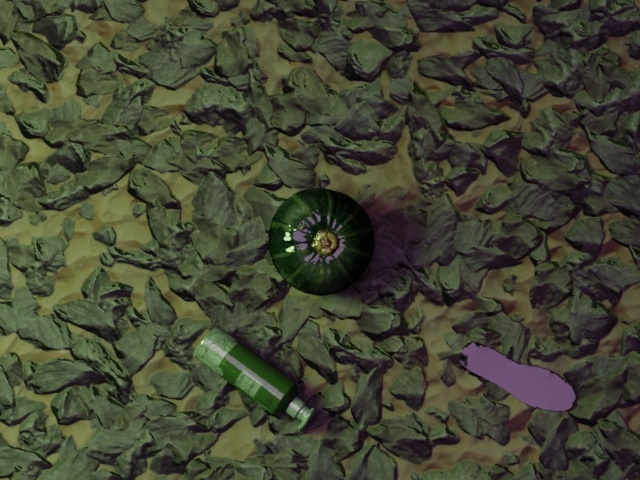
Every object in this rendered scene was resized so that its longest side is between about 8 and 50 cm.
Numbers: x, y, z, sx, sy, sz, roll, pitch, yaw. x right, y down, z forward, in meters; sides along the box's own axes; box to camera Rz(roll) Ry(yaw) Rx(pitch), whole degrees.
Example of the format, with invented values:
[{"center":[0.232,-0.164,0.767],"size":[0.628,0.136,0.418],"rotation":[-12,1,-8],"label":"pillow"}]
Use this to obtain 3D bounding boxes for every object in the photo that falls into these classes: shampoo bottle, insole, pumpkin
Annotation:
[{"center":[-0.096,0.215,1.836],"size":[0.204,0.065,0.065],"rotation":[35,79,11],"label":"shampoo bottle"},{"center":[0.302,0.210,1.844],"size":[0.188,0.004,0.064],"rotation":[26,77,9],"label":"insole"},{"center":[0.001,0.000,1.856],"size":[0.167,0.125,0.167],"rotation":[0,99,2],"label":"pumpkin"}]
